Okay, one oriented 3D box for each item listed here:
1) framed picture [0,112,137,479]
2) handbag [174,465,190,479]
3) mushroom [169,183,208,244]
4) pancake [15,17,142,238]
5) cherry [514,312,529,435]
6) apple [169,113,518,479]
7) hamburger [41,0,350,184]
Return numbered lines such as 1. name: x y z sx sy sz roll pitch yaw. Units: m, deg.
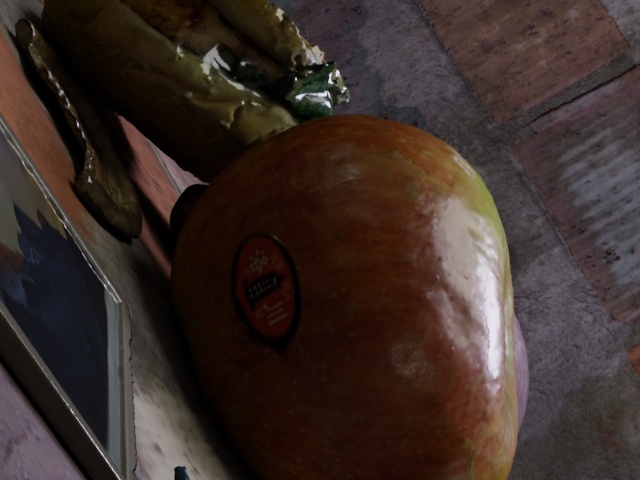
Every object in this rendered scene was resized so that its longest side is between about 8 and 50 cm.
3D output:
1. framed picture: -0.158 0.016 0.977 0.192 0.018 0.265 59 4 -22
2. handbag: -0.019 0.221 0.918 0.179 0.062 0.229 59 4 34
3. mushroom: -0.054 0.012 1.495 0.170 0.080 0.135 11 -17 36
4. pancake: -0.183 -0.085 1.329 0.190 0.020 0.184 59 6 0
5. cherry: 0.065 0.106 1.603 0.261 0.221 0.307 62 22 14
6. apple: 0.018 0.065 1.308 0.277 0.250 0.309 77 11 -50
7. hamburger: -0.119 -0.152 1.459 0.211 0.132 0.309 39 -8 -32
